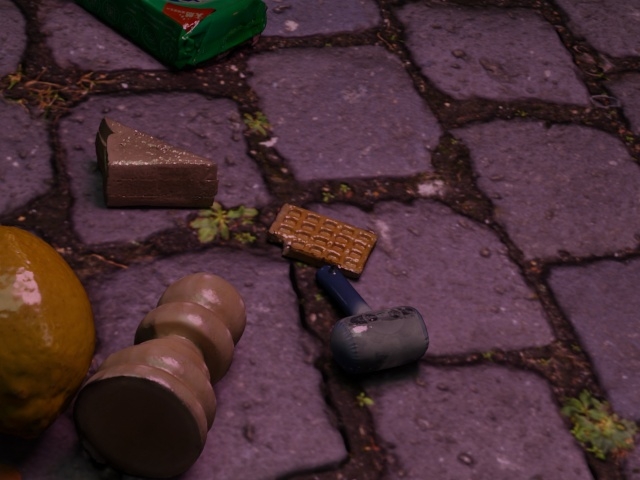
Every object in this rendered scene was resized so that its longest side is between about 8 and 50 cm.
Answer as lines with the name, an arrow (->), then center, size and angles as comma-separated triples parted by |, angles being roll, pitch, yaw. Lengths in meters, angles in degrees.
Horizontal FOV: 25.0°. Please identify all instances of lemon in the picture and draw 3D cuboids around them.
lemon -> -0.340, 0.093, 1.517 | 0.204, 0.204, 0.260 | -13, 58, -27

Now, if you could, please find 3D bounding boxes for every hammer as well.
hammer -> 0.042, 0.084, 1.733 | 0.116, 0.069, 0.194 | -11, 36, -24

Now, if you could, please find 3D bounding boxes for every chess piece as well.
chess piece -> -0.160, 0.127, 1.582 | 0.143, 0.142, 0.261 | 16, 35, 6

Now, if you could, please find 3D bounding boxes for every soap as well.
soap -> -0.237, -0.363, 2.171 | 0.273, 0.098, 0.218 | 35, 51, 29

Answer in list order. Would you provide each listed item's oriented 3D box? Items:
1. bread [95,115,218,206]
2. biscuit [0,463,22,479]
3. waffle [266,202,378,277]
bread -> -0.213, -0.101, 1.876 | 0.152, 0.077, 0.105 | 1, 41, -14
biscuit -> -0.314, 0.284, 1.423 | 0.250, 0.036, 0.165 | 9, 38, -2
waffle -> 0.000, 0.000, 1.848 | 0.135, 0.021, 0.092 | 17, 40, 8
